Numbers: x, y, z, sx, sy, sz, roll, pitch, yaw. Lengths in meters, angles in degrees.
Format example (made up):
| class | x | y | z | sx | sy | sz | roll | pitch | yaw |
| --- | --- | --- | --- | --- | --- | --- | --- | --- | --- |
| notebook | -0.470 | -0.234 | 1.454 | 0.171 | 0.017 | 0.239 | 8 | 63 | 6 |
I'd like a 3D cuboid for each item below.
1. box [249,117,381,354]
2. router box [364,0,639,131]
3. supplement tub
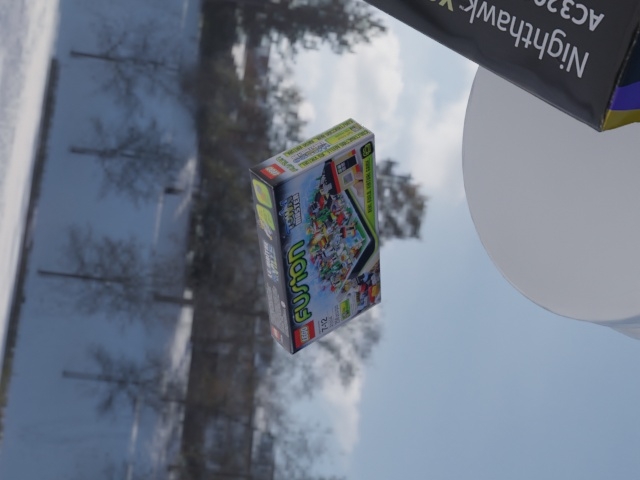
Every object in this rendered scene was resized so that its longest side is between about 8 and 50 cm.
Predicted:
| class | x | y | z | sx | sy | sz | roll | pitch | yaw |
| --- | --- | --- | --- | --- | --- | --- | --- | --- | --- |
| box | 0.000 | 0.000 | 1.002 | 0.036 | 0.114 | 0.207 | 39 | -33 | 38 |
| router box | 0.048 | -0.219 | 0.419 | 0.309 | 0.081 | 0.242 | 37 | -51 | 35 |
| supplement tub | 0.226 | -0.040 | 0.553 | 0.191 | 0.272 | 0.191 | -8 | -100 | 53 |
